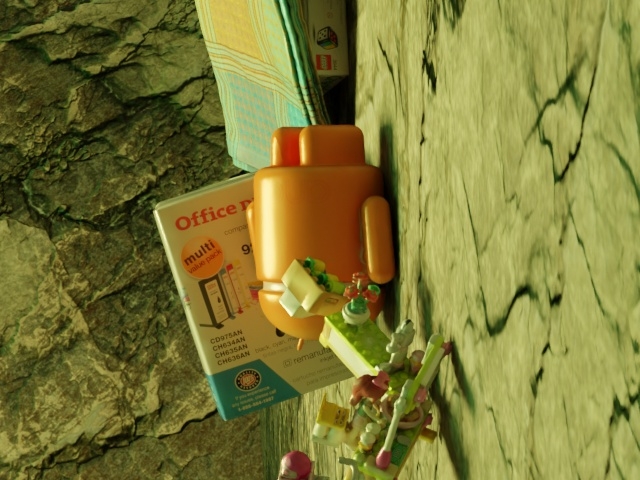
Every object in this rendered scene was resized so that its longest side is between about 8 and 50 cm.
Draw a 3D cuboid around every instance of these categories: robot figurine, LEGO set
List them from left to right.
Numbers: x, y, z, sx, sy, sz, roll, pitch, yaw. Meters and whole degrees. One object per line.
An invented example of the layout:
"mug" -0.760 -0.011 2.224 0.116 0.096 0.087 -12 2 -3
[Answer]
"robot figurine" -0.001 0.000 1.330 0.128 0.158 0.220 -14 -78 -79
"LEGO set" 0.037 0.090 1.078 0.287 0.132 0.107 -90 11 -52

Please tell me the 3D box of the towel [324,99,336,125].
"towel" 0.007 -0.089 1.699 0.110 0.027 0.148 97 169 -50

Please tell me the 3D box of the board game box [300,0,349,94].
"board game box" -0.032 -0.264 1.695 0.305 0.053 0.193 160 108 -75

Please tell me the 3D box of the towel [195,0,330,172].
"towel" -0.080 -0.225 1.598 0.271 0.040 0.370 32 141 56

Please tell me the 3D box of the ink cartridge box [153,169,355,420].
"ink cartridge box" -0.066 0.047 1.491 0.168 0.171 0.233 -165 57 -83
